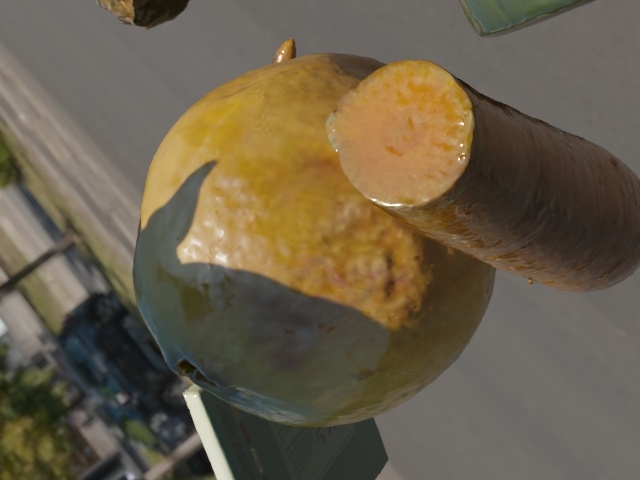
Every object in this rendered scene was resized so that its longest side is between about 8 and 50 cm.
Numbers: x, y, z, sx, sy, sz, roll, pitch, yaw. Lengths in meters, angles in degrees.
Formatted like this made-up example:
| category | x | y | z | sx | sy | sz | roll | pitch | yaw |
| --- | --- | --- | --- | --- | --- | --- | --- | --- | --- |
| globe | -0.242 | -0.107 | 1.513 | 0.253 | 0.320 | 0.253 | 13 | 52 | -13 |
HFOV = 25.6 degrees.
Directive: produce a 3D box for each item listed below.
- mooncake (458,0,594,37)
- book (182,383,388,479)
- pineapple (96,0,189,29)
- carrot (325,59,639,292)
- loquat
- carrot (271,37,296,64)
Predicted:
| category | x | y | z | sx | sy | sz | roll | pitch | yaw |
| --- | --- | --- | --- | --- | --- | --- | --- | --- | --- |
| mooncake | 0.299 | -0.363 | 1.537 | 0.356 | 0.356 | 0.194 | -177 | 66 | -74 |
| book | -0.025 | 0.218 | 1.601 | 0.379 | 0.031 | 0.264 | -40 | -67 | -64 |
| pineapple | -0.229 | -0.318 | 1.408 | 0.248 | 0.128 | 0.128 | 40 | 164 | 23 |
| carrot | 0.084 | -0.018 | 0.581 | 0.067 | 0.067 | 0.225 | 45 | -165 | 30 |
| loquat | 0.000 | 0.000 | 0.864 | 0.238 | 0.238 | 0.193 | 49 | 156 | 15 |
| carrot | -0.056 | -0.126 | 1.472 | 0.037 | 0.190 | 0.037 | 19 | -158 | -8 |
